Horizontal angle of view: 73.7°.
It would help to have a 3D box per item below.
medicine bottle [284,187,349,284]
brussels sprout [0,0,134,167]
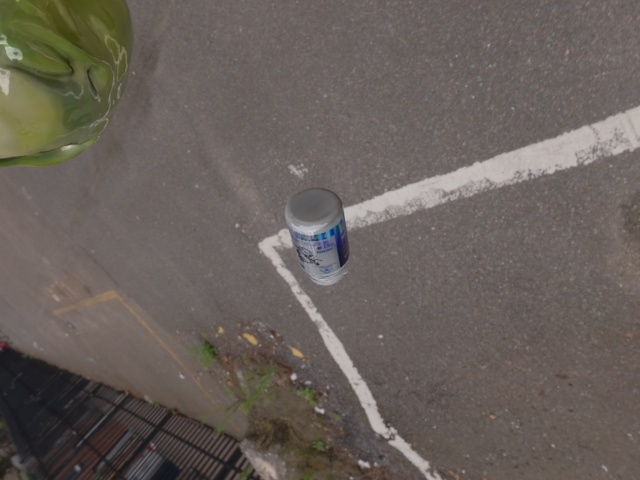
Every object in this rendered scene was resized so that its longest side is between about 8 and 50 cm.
[{"bbox_3d":[0.000,0.000,0.820,0.107,0.107,0.191,20,145,26],"label":"medicine bottle"},{"bbox_3d":[-0.348,-0.197,0.421,0.344,0.344,0.268,22,137,24],"label":"brussels sprout"}]
